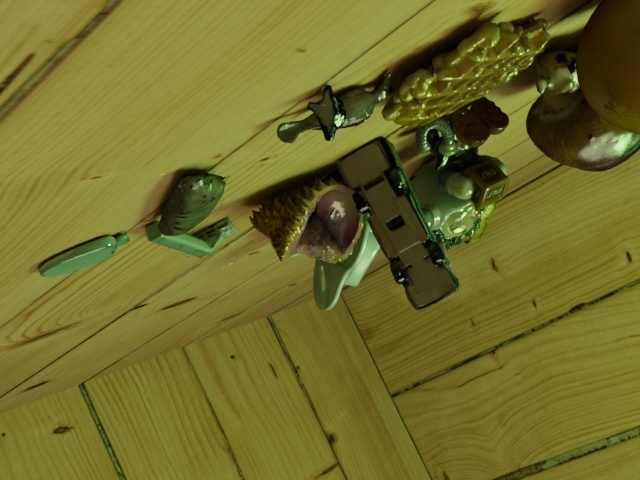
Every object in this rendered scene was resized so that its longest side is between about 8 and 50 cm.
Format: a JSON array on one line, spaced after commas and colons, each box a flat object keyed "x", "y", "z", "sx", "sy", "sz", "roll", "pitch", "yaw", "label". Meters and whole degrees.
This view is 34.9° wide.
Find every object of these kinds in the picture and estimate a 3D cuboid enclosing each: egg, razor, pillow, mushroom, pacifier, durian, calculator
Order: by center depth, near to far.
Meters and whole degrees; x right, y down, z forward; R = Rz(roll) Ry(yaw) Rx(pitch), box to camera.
[{"x": 0.565, "y": -0.303, "z": 1.558, "sx": 0.351, "sy": 0.282, "sz": 0.282, "roll": -22, "pitch": 174, "yaw": 23, "label": "egg"}, {"x": -0.191, "y": -0.059, "z": 1.561, "sx": 0.093, "sy": 0.051, "sz": 0.241, "roll": -23, "pitch": 169, "yaw": -23, "label": "pillow"}, {"x": -0.375, "y": 0.024, "z": 1.624, "sx": 0.153, "sy": 0.021, "sz": 0.095, "roll": -20, "pitch": 171, "yaw": -20, "label": "calculator"}, {"x": -0.237, "y": 0.001, "z": 1.794, "sx": 0.111, "sy": 0.056, "sz": 0.278, "roll": -26, "pitch": 173, "yaw": 11, "label": "razor"}, {"x": 0.512, "y": -0.291, "z": 1.900, "sx": 0.345, "sy": 0.259, "sz": 0.345, "roll": -42, "pitch": -166, "yaw": 12, "label": "mushroom"}, {"x": -0.010, "y": -0.047, "z": 1.920, "sx": 0.186, "sy": 0.154, "sz": 0.260, "roll": -44, "pitch": 157, "yaw": 3, "label": "durian"}, {"x": 0.000, "y": 0.000, "z": 2.220, "sx": 0.233, "sy": 0.244, "sz": 0.299, "roll": 11, "pitch": 129, "yaw": -23, "label": "pacifier"}]

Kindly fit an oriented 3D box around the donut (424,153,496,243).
[{"x": 0.309, "y": -0.102, "z": 2.358, "sx": 0.128, "sy": 0.208, "sz": 0.261, "roll": -12, "pitch": 156, "yaw": -10, "label": "donut"}]

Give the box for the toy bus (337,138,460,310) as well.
[{"x": 0.154, "y": -0.029, "z": 1.902, "sx": 0.112, "sy": 0.317, "sz": 0.138, "roll": -26, "pitch": 176, "yaw": 16, "label": "toy bus"}]

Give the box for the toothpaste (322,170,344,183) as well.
[{"x": 0.014, "y": -0.098, "z": 2.027, "sx": 0.178, "sy": 0.037, "sz": 0.043, "roll": -32, "pitch": 171, "yaw": 36, "label": "toothpaste"}]

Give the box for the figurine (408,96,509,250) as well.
[{"x": 0.281, "y": -0.118, "z": 2.060, "sx": 0.261, "sy": 0.186, "sz": 0.382, "roll": -19, "pitch": 154, "yaw": -23, "label": "figurine"}]

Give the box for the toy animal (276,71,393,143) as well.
[{"x": 0.038, "y": -0.192, "z": 1.459, "sx": 0.202, "sy": 0.070, "sz": 0.105, "roll": -29, "pitch": -175, "yaw": -36, "label": "toy animal"}]

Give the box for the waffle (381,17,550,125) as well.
[{"x": 0.225, "y": -0.257, "z": 1.563, "sx": 0.282, "sy": 0.058, "sz": 0.301, "roll": -31, "pitch": 174, "yaw": 15, "label": "waffle"}]
